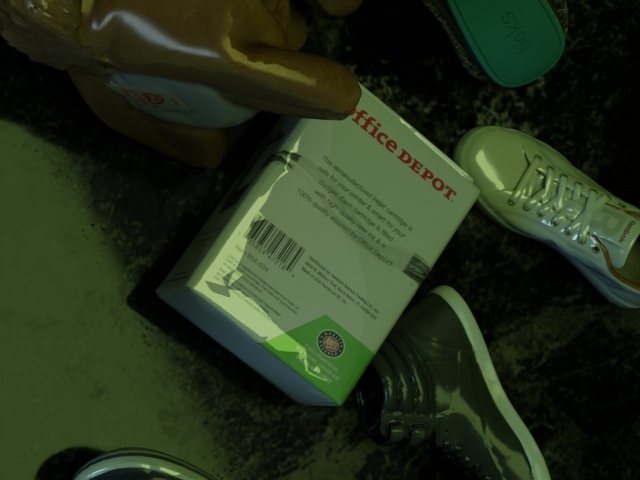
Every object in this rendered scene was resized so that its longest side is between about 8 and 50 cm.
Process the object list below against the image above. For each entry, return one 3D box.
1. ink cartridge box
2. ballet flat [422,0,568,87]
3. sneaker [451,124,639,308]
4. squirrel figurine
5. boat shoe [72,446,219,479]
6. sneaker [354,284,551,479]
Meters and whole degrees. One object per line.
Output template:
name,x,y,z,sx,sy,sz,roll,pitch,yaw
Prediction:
ink cartridge box,0.000,0.000,1.802,0.198,0.115,0.273,39,72,-14
ballet flat,0.116,-0.325,1.755,0.164,0.483,0.182,-31,58,6
sneaker,0.277,-0.034,1.917,0.290,0.123,0.106,34,75,-14
squirrel figurine,-0.138,-0.312,1.705,0.397,0.281,0.370,22,70,-21
boat shoe,-0.074,0.413,1.679,0.187,0.156,0.500,-28,100,19
sneaker,0.129,0.207,1.844,0.147,0.104,0.296,-25,88,-21
